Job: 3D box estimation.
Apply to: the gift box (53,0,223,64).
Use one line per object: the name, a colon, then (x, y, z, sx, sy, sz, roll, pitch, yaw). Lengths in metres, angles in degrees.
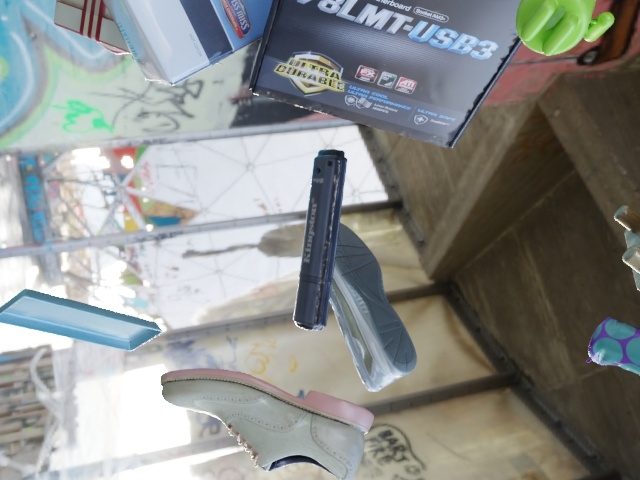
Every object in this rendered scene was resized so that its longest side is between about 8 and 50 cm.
gift box: (-0.318, -0.468, 1.368, 0.255, 0.276, 0.258, 28, -68, 33)

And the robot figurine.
robot figurine: (0.226, -0.222, 0.681, 0.115, 0.101, 0.067, -56, 179, -45)

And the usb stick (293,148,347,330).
usb stick: (0.000, 0.000, 1.091, 0.077, 0.045, 0.278, -170, -92, -70)

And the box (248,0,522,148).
box: (0.087, -0.264, 0.860, 0.293, 0.295, 0.073, 119, -18, -52)

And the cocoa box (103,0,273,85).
cocoa box: (-0.208, -0.423, 0.980, 0.347, 0.227, 0.231, 64, -14, -22)

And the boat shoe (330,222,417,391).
boat shoe: (0.060, 0.110, 1.279, 0.103, 0.118, 0.321, -42, -114, 37)

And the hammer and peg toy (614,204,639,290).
hammer and peg toy: (0.655, -0.015, 1.272, 0.266, 0.127, 0.361, -52, -176, 32)

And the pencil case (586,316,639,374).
pencil case: (0.429, 0.158, 0.921, 0.151, 0.064, 0.070, 26, -67, 35)

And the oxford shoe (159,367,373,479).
oxford shoe: (-0.113, 0.323, 1.257, 0.140, 0.396, 0.147, 70, 33, -65)

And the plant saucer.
plant saucer: (-0.281, 0.095, 0.839, 0.067, 0.192, 0.018, -31, -125, 28)
